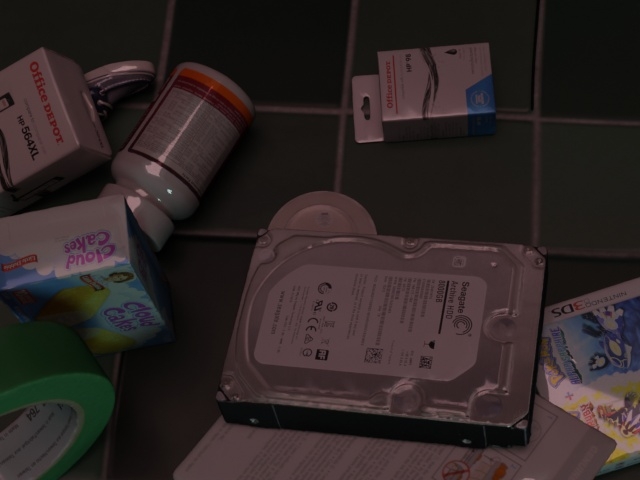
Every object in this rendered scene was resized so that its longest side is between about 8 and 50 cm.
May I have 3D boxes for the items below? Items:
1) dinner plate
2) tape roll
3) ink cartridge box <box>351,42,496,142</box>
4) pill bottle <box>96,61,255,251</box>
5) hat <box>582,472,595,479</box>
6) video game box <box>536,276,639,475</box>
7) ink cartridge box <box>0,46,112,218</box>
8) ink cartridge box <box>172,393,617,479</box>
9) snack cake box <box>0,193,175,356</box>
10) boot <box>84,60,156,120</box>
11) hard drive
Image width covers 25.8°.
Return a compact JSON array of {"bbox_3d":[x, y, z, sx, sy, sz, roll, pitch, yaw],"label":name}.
[{"bbox_3d":[0.000,0.000,1.735,0.141,0.017,0.141,-2,66,4],"label":"dinner plate"},{"bbox_3d":[-0.378,0.219,1.513,0.321,0.321,0.077,-34,69,-9],"label":"tape roll"},{"bbox_3d":[0.129,-0.186,1.776,0.180,0.060,0.104,-5,67,4],"label":"ink cartridge box"},{"bbox_3d":[-0.184,-0.103,1.740,0.121,0.121,0.221,26,72,16],"label":"pill bottle"},{"bbox_3d":[0.171,0.381,1.480,0.331,0.134,0.331,-16,42,15],"label":"hat"},{"bbox_3d":[0.340,0.157,1.617,0.187,0.048,0.205,-19,66,0],"label":"video game box"},{"bbox_3d":[-0.383,-0.128,1.750,0.203,0.086,0.148,-28,73,16],"label":"ink cartridge box"},{"bbox_3d":[0.079,0.253,1.528,0.385,0.091,0.308,29,64,26],"label":"ink cartridge box"},{"bbox_3d":[-0.266,0.050,1.605,0.152,0.264,0.089,-10,67,2],"label":"snack cake box"},{"bbox_3d":[-0.297,-0.168,1.816,0.190,0.069,0.086,-17,73,7],"label":"boot"},{"bbox_3d":[0.073,0.103,1.545,0.339,0.064,0.237,5,56,13],"label":"hard drive"}]
